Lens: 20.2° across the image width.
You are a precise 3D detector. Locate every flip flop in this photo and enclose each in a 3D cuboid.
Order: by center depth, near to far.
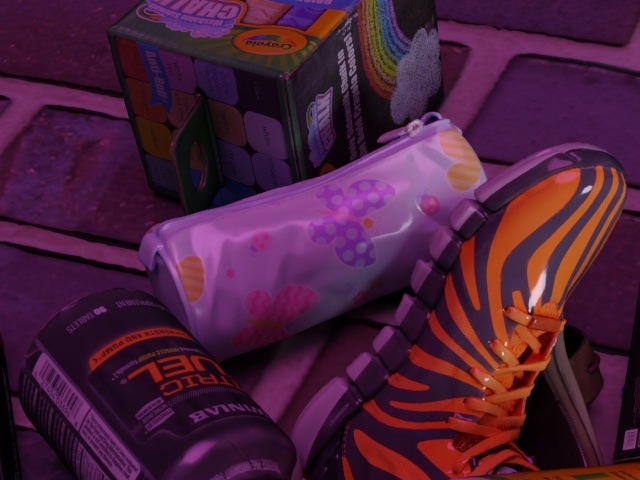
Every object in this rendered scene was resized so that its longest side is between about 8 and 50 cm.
[{"bbox_3d":[0.158,0.108,1.255,0.112,0.080,0.277,-41,43,31],"label":"flip flop"}]

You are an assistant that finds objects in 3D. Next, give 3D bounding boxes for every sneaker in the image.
[{"bbox_3d":[0.121,0.101,1.159,0.125,0.321,0.180,12,33,-40],"label":"sneaker"}]

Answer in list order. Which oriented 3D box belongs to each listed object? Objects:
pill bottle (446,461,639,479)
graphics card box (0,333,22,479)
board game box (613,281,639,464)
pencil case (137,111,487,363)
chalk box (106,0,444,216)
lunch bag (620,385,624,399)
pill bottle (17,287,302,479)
[{"bbox_3d":[0.168,0.199,1.048,0.246,0.136,0.136,1,29,-39],"label":"pill bottle"},{"bbox_3d":[-0.324,0.190,1.251,0.233,0.094,0.371,-15,40,-6],"label":"graphics card box"},{"bbox_3d":[0.269,0.069,1.213,0.126,0.026,0.186,-15,43,35],"label":"board game box"},{"bbox_3d":[0.000,0.000,1.379,0.273,0.124,0.113,-23,43,-13],"label":"pencil case"},{"bbox_3d":[-0.048,-0.129,1.492,0.179,0.180,0.289,19,47,29],"label":"chalk box"},{"bbox_3d":[0.350,0.080,1.229,0.293,0.138,0.221,-14,42,12],"label":"lunch bag"},{"bbox_3d":[-0.098,0.147,1.227,0.130,0.130,0.246,-29,45,-20],"label":"pill bottle"}]
